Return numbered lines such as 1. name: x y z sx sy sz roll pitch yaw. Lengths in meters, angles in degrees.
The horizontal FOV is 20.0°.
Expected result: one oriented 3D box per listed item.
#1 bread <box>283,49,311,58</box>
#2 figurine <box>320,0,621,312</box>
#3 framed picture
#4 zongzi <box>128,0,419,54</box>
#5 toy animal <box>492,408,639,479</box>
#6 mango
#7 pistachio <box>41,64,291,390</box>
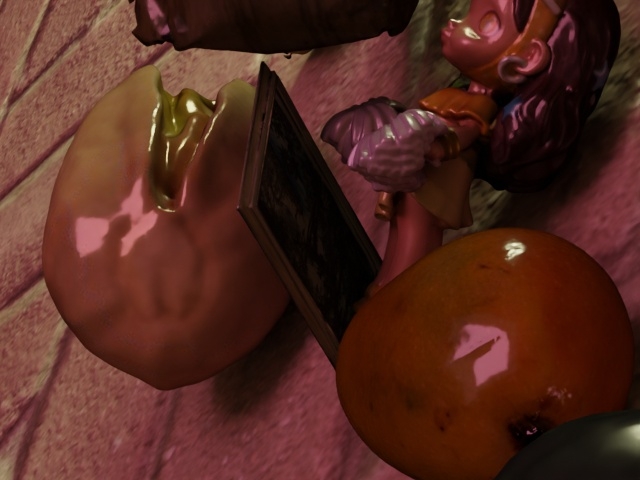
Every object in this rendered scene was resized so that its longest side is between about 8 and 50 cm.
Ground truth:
1. bread: -0.037 -0.248 1.519 0.147 0.152 0.127 -58 -15 -9
2. figurine: 0.082 -0.062 1.067 0.240 0.116 0.175 -52 11 -1
3. framed picture: 0.000 0.000 1.093 0.011 0.183 0.142 -17 37 18
4. zongzi: -0.053 -0.382 1.221 0.218 0.500 0.467 -14 12 9
5. toy animal: 0.096 0.197 0.583 0.216 0.191 0.338 -25 37 53
6. mango: 0.078 0.060 0.924 0.138 0.113 0.253 -63 16 -8
7. pistachio: -0.099 -0.013 1.316 0.187 0.187 0.299 -44 19 27
